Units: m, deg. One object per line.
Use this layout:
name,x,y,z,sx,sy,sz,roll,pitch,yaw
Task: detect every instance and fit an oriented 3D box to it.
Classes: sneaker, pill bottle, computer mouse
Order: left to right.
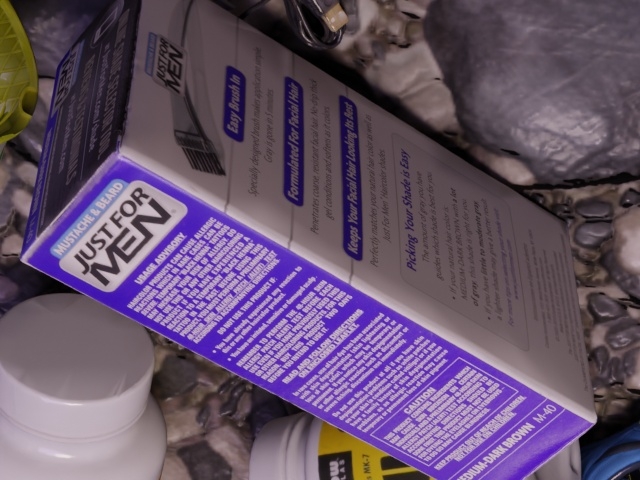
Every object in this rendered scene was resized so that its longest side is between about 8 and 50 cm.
pill bottle,-0.192,0.175,1.270,0.152,0.152,0.272,15,127,-1
computer mouse,-0.079,-0.126,1.103,0.193,0.042,0.106,-30,120,21
pill bottle,0.063,0.157,1.225,0.208,0.119,0.119,-13,123,29
sneaker,0.188,0.186,1.240,0.209,0.082,0.069,-36,92,36

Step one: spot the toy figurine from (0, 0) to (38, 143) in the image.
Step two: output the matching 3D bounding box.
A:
toy figurine,-0.294,-0.178,0.929,0.191,0.217,0.363,-20,107,2

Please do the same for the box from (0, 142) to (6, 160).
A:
box,-0.259,-0.060,1.143,0.102,0.101,0.087,19,125,-6

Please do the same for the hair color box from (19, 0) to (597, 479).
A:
hair color box,0.000,0.000,1.058,0.338,0.185,0.110,32,124,-24
